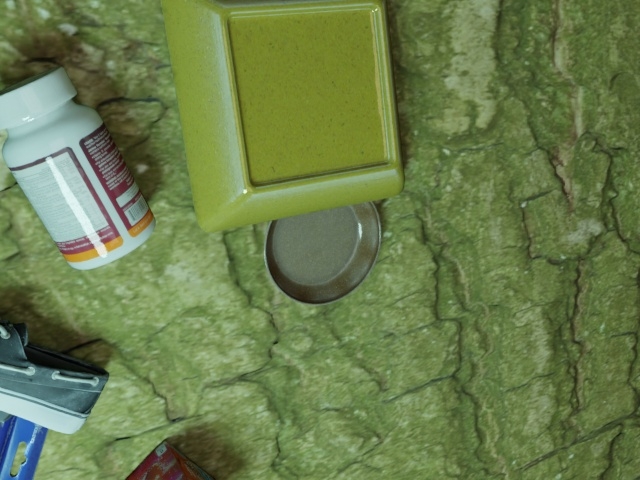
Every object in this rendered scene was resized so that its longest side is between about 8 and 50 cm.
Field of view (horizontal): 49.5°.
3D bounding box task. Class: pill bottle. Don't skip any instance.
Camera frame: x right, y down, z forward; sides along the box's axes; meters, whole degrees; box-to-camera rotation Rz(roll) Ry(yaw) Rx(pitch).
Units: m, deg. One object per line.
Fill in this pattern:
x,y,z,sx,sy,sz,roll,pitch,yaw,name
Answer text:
-0.298,-0.085,0.830,0.121,0.121,0.221,-31,115,-17,pill bottle

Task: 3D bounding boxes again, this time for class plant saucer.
-0.022,-0.196,0.944,0.333,0.081,0.332,-13,102,-25,plant saucer
0.000,0.000,1.057,0.199,0.036,0.198,-7,107,-25,plant saucer

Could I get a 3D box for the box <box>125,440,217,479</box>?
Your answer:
-0.257,0.439,0.996,0.257,0.123,0.128,-45,120,-9,box

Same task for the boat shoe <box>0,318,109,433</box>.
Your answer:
-0.400,0.141,0.850,0.301,0.108,0.102,34,87,-33,boat shoe

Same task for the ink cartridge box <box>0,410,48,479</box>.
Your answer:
-0.513,0.272,0.853,0.333,0.065,0.165,14,97,-31,ink cartridge box
